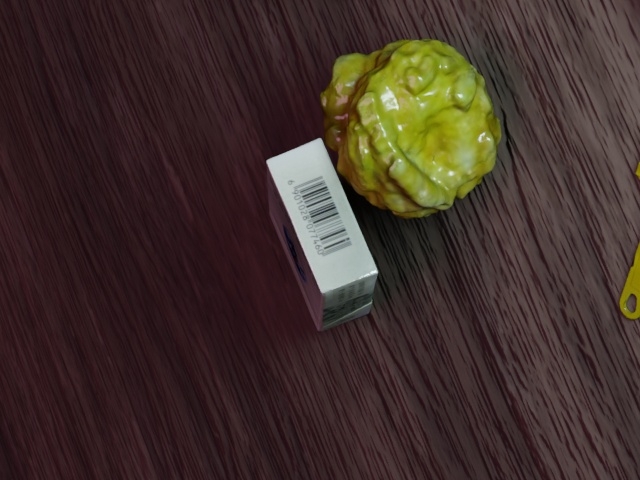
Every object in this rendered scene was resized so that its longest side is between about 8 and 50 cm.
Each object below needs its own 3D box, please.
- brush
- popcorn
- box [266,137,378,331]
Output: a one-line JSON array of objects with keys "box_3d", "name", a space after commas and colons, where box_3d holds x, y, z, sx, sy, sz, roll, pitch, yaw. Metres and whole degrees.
[{"box_3d": [0.339, -0.009, 1.851, 0.083, 0.011, 0.205, 34, 123, 35], "name": "brush"}, {"box_3d": [0.096, -0.121, 1.961, 0.155, 0.197, 0.197, -153, 59, -64], "name": "popcorn"}, {"box_3d": [0.001, 0.000, 2.068, 0.256, 0.069, 0.164, 94, 154, -78], "name": "box"}]
